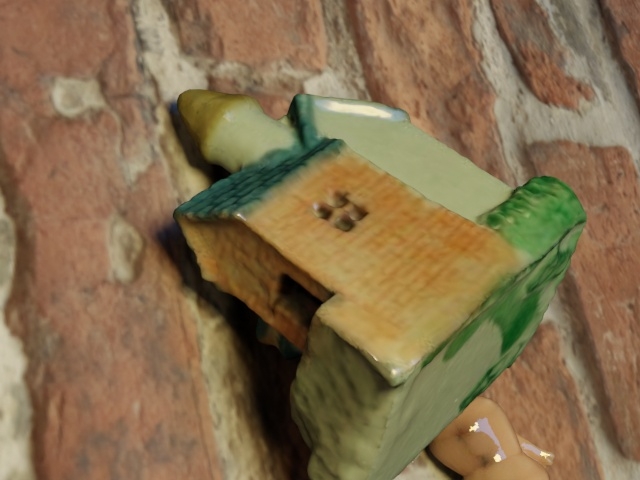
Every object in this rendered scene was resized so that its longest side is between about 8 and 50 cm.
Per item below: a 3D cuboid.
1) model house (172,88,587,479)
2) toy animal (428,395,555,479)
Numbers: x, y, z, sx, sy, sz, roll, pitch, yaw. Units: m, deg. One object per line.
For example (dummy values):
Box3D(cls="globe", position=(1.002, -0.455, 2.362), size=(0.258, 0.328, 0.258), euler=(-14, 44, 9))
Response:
Box3D(cls="model house", position=(0.000, 0.000, 1.063), size=(0.325, 0.194, 0.267), euler=(38, 49, 19))
Box3D(cls="toy animal", position=(0.138, 0.189, 1.109), size=(0.150, 0.083, 0.089), euler=(55, 21, 21))
